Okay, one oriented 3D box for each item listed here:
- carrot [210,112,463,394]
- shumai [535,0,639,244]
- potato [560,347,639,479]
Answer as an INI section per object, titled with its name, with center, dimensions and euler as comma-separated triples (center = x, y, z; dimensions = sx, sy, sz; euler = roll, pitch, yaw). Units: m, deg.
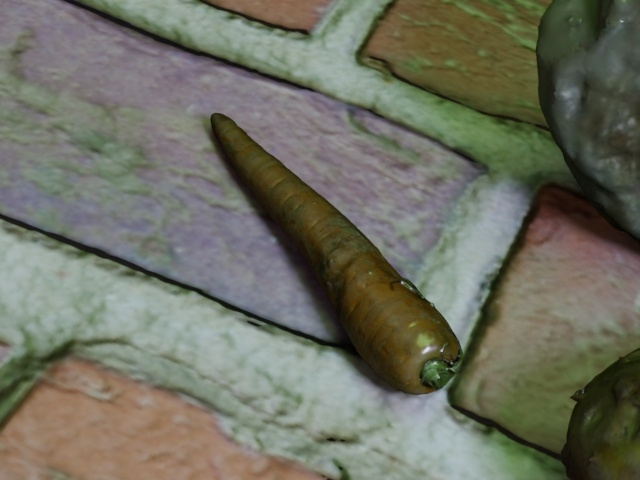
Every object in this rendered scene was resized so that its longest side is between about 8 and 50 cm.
[carrot]
center = 0.000, 0.000, 0.947
dimensions = 0.049, 0.049, 0.254
euler = -14, 45, -29
[shumai]
center = 0.294, -0.139, 1.015
dimensions = 0.309, 0.304, 0.263
euler = 44, 27, -25
[potato]
center = 0.237, 0.105, 0.854
dimensions = 0.251, 0.113, 0.149
euler = -2, 36, -31
